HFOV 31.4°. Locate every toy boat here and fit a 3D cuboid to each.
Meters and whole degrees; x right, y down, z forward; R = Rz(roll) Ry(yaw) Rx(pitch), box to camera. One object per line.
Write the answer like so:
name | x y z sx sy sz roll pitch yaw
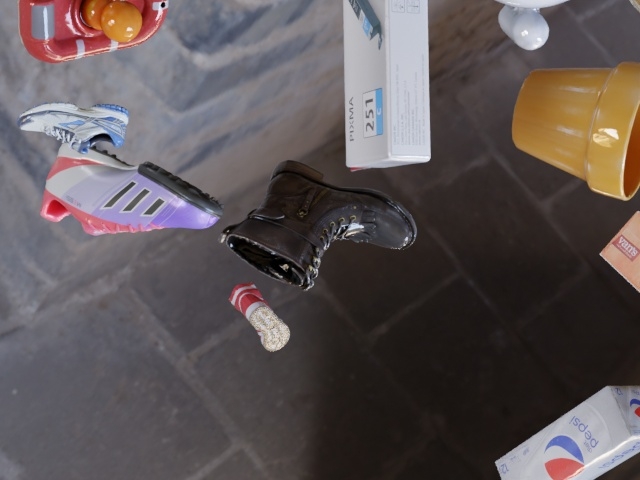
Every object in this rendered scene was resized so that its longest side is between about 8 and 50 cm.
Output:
toy boat | -0.313 -0.330 1.646 0.231 0.151 0.151 -23 40 -40

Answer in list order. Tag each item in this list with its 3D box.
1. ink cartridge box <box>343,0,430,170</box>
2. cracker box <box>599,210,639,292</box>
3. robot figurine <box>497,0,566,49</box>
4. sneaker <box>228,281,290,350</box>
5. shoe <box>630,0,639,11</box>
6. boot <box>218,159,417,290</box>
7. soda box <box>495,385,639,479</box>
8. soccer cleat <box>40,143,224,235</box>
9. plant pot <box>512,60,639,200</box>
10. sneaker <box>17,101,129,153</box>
ink cartridge box | 0.063 -0.245 1.529 0.066 0.261 0.296 -1 90 -21
cracker box | 0.417 0.060 1.239 0.232 0.067 0.156 19 26 -53
robot figurine | 0.241 -0.380 1.347 0.200 0.300 0.353 -6 15 2
sneaker | -0.082 0.099 1.521 0.042 0.118 0.067 -37 55 -7
shoe | 0.303 -0.252 1.000 0.076 0.058 0.219 9 47 9
boot | 0.000 0.000 1.655 0.263 0.091 0.229 22 36 1
soda box | 0.419 0.340 1.859 0.098 0.286 0.091 5 54 -37
soccer cleat | -0.256 -0.047 1.518 0.108 0.318 0.116 33 79 -50
plant pot | 0.403 -0.182 1.741 0.188 0.205 0.205 16 37 25
sneaker | -0.303 -0.137 1.400 0.135 0.052 0.058 -1 79 -11
